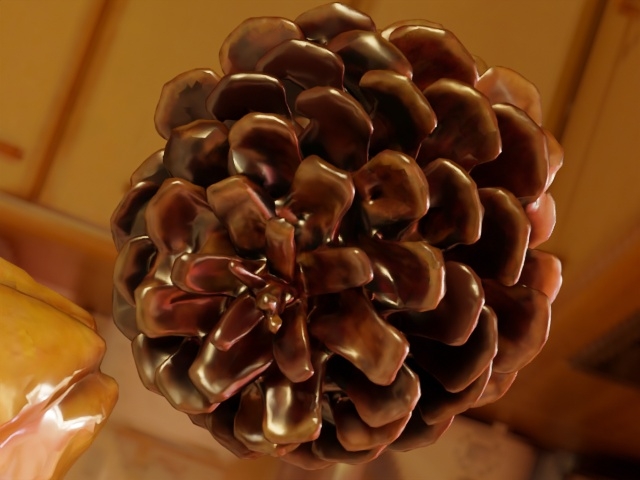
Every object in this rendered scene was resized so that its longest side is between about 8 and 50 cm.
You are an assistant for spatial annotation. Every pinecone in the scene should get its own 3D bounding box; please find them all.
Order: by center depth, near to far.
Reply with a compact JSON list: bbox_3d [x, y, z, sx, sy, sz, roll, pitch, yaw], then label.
[{"bbox_3d":[-0.003,0.002,1.001,0.246,0.246,0.292,17,-167,12],"label":"pinecone"}]

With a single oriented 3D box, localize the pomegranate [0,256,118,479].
[{"bbox_3d":[-0.236,0.084,0.368,0.410,0.410,0.410,19,168,4],"label":"pomegranate"}]
